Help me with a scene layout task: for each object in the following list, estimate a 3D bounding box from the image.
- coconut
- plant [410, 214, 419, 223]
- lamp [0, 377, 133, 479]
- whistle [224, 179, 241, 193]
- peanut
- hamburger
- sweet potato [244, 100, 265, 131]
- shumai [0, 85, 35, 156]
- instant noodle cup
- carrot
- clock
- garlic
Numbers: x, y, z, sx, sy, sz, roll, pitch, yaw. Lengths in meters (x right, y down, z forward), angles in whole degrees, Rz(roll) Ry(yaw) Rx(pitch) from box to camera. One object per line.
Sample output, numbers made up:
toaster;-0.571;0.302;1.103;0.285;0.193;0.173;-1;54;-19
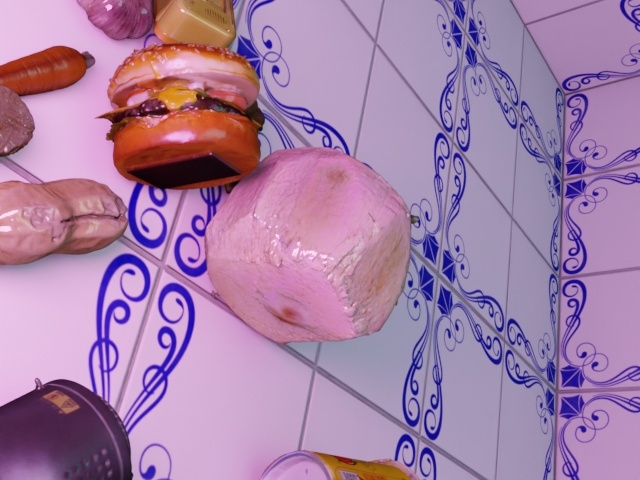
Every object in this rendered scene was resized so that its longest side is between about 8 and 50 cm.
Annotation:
coconut;0.000;0.000;1.535;0.404;0.404;0.404;20;65;-51
plant;0.081;0.018;1.838;0.251;0.180;0.333;43;51;-27
lamp;-0.392;0.303;1.035;0.272;0.205;0.374;-49;138;-43
whistle;-0.211;-0.257;1.581;0.068;0.057;0.326;-31;107;-57
peanut;-0.414;-0.032;1.172;0.290;0.130;0.130;-14;93;-58
hamburger;-0.238;-0.220;1.359;0.291;0.291;0.225;7;73;-54
sweet potato;-0.153;-0.270;1.628;0.051;0.065;0.218;-59;172;-5
shumai;-0.486;-0.160;1.136;0.099;0.087;0.124;50;37;-18
instant noodle cup;0.023;0.557;1.498;0.254;0.325;0.325;30;57;-36
carrot;-0.481;-0.248;1.197;0.336;0.069;0.069;-33;108;-47
clock;-0.244;-0.447;1.495;0.143;0.096;0.202;25;39;-36
garlic;-0.359;-0.433;1.378;0.159;0.102;0.147;48;46;-36
